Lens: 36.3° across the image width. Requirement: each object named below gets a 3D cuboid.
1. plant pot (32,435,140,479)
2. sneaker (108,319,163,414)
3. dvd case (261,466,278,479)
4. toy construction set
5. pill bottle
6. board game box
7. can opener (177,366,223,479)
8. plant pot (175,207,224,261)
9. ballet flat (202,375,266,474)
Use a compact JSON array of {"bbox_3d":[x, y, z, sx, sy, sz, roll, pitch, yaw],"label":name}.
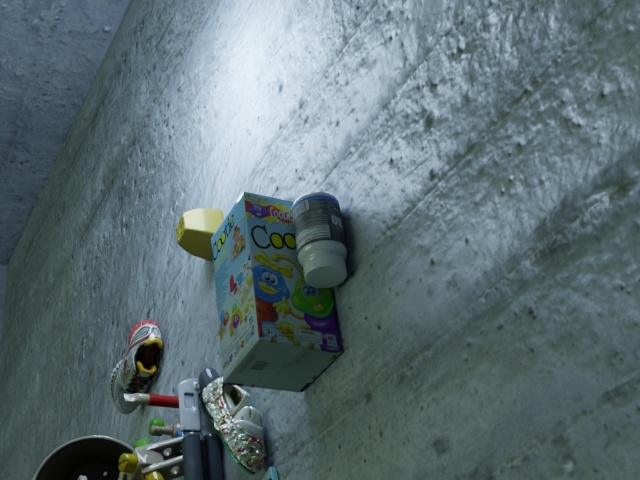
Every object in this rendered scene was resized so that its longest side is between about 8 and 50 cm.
[{"bbox_3d":[-0.492,0.551,2.123,0.274,0.257,0.256,142,135,-75],"label":"plant pot"},{"bbox_3d":[-0.417,0.295,2.209,0.093,0.088,0.225,45,120,58],"label":"sneaker"},{"bbox_3d":[-0.093,0.441,1.592,0.119,0.013,0.087,-61,31,33],"label":"dvd case"},{"bbox_3d":[-0.362,0.440,1.873,0.257,0.237,0.308,-49,38,45],"label":"toy construction set"},{"bbox_3d":[0.000,0.000,1.509,0.078,0.078,0.137,-50,39,44],"label":"pill bottle"},{"bbox_3d":[-0.076,0.082,1.554,0.144,0.142,0.275,-50,38,44],"label":"board game box"},{"bbox_3d":[-0.210,0.368,1.784,0.095,0.076,0.283,-53,37,43],"label":"can opener"},{"bbox_3d":[-0.251,-0.018,2.007,0.081,0.083,0.081,-57,34,36],"label":"plant pot"},{"bbox_3d":[-0.144,0.303,1.678,0.077,0.091,0.241,-51,35,5],"label":"ballet flat"}]
